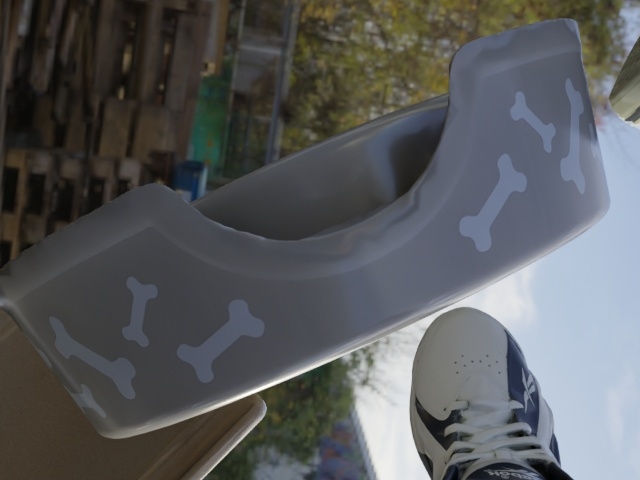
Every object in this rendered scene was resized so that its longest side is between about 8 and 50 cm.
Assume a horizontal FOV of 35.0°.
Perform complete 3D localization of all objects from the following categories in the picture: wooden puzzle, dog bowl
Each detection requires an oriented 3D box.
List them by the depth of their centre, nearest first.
[{"bbox_3d":[0.000,0.000,0.572,0.349,0.348,0.102,159,-93,-85],"label":"dog bowl"},{"bbox_3d":[-0.187,0.132,0.732,0.221,0.238,0.044,-44,148,-15],"label":"wooden puzzle"}]

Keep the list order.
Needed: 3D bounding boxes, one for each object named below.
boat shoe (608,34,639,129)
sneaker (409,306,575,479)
[{"bbox_3d":[0.355,-0.170,0.526,0.500,0.156,0.187,-35,-163,51],"label":"boat shoe"},{"bbox_3d":[0.103,0.126,0.569,0.153,0.094,0.235,93,0,-62],"label":"sneaker"}]
